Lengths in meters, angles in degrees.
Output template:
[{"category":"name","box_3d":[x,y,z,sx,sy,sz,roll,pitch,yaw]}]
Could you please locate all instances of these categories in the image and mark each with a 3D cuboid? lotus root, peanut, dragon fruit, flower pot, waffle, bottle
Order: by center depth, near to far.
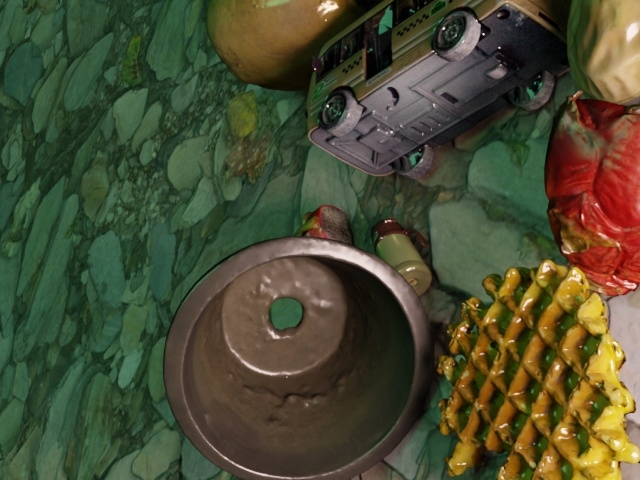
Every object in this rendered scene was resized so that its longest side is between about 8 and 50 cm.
[{"category":"dragon fruit","box_3d":[0.255,-0.031,1.023,0.120,0.127,0.161,25,96,65]},{"category":"peanut","box_3d":[0.308,-0.212,1.049,0.233,0.110,0.196,6,73,53]},{"category":"waffle","box_3d":[0.183,0.133,1.062,0.229,0.051,0.231,-25,63,55]},{"category":"flower pot","box_3d":[-0.027,0.102,1.250,0.269,0.269,0.166,-60,13,12]},{"category":"bottle","box_3d":[0.083,0.014,1.287,0.063,0.047,0.101,-22,41,0]},{"category":"dragon fruit","box_3d":[0.000,0.000,1.387,0.056,0.060,0.083,-35,50,34]},{"category":"lotus root","box_3d":[-0.008,-0.271,1.427,0.310,0.183,0.182,-8,67,49]}]

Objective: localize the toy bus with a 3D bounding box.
[{"category":"toy bus","box_3d":[0.117,-0.190,1.262,0.289,0.139,0.157,-31,46,39]}]
